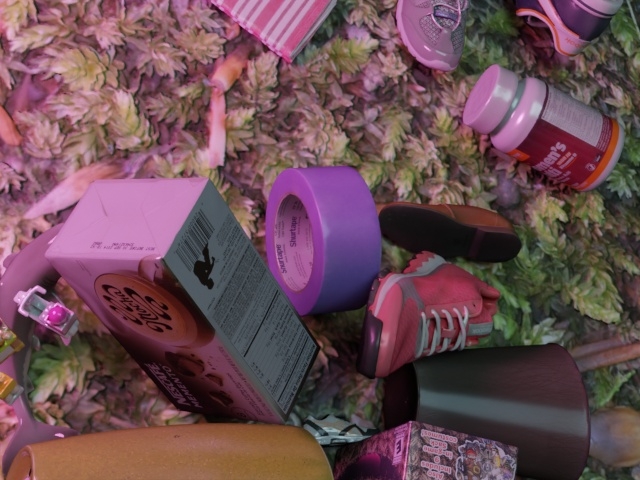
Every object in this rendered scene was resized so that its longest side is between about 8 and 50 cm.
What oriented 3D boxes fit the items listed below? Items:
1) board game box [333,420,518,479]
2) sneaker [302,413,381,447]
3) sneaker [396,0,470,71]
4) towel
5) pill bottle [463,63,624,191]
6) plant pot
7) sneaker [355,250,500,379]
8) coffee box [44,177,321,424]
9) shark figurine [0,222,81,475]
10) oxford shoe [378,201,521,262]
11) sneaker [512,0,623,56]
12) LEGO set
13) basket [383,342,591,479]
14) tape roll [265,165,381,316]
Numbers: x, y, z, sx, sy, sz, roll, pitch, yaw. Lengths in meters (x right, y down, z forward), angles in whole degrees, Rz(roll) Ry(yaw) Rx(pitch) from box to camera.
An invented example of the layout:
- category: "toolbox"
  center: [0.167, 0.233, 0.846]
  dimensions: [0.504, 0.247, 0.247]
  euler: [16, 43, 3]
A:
- category: "board game box"
  center: [0.102, 0.382, 1.244]
  dimensions: [0.141, 0.232, 0.291]
  euler: [16, 65, -16]
- category: "sneaker"
  center: [0.028, 0.242, 1.373]
  dimensions: [0.109, 0.040, 0.044]
  euler: [3, 68, -22]
- category: "sneaker"
  center: [0.183, -0.393, 1.625]
  dimensions: [0.105, 0.115, 0.281]
  euler: [8, 69, -20]
- category: "towel"
  center: [-0.085, -0.364, 1.554]
  dimensions: [0.197, 0.029, 0.144]
  euler: [36, 63, -6]
- category: "pill bottle"
  center: [0.333, -0.170, 1.605]
  dimensions: [0.221, 0.121, 0.121]
  euler: [25, 64, -13]
- category: "plant pot"
  center: [-0.175, 0.304, 1.107]
  dimensions: [0.293, 0.275, 0.275]
  euler: [16, 66, -26]
- category: "sneaker"
  center: [0.145, 0.092, 1.343]
  dimensions: [0.136, 0.116, 0.314]
  euler: [16, 21, 19]
- category: "coffee box"
  center: [-0.144, 0.072, 1.203]
  dimensions: [0.297, 0.168, 0.119]
  euler: [60, 44, -40]
- category: "shark figurine"
  center: [-0.358, 0.109, 1.215]
  dimensions: [0.116, 0.166, 0.278]
  euler: [3, 96, -53]
- category: "oxford shoe"
  center: [0.179, -0.023, 1.529]
  dimensions: [0.212, 0.076, 0.076]
  euler: [12, 37, -16]
- category: "sneaker"
  center: [0.355, -0.427, 1.718]
  dimensions: [0.126, 0.127, 0.321]
  euler: [5, 45, -28]
- category: "LEGO set"
  center: [-0.369, 0.162, 1.076]
  dimensions: [0.132, 0.107, 0.287]
  euler: [19, 67, 15]
- category: "basket"
  center: [0.210, 0.219, 1.397]
  dimensions: [0.227, 0.154, 0.204]
  euler: [5, 45, -16]
- category: "tape roll"
  center: [0.000, 0.000, 1.364]
  dimensions: [0.080, 0.189, 0.189]
  euler: [-5, 73, -23]
